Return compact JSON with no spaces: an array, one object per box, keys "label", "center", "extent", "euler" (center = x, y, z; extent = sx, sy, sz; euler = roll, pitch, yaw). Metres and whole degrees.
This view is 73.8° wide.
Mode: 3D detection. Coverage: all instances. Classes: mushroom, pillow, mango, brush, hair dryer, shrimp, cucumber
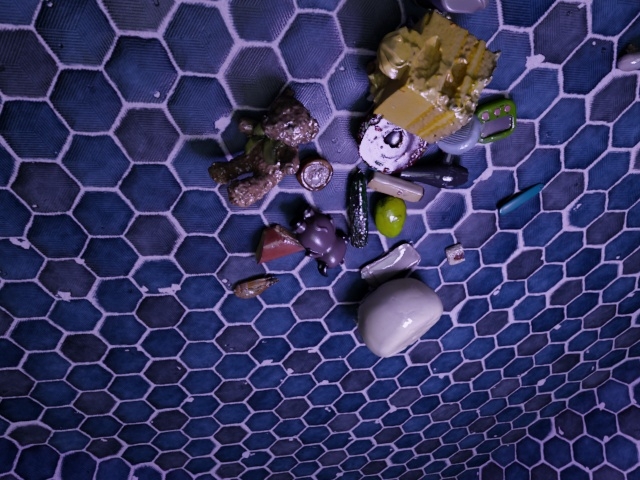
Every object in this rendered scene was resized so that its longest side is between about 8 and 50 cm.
[{"label":"mushroom","center":[0.959,-0.564,1.306],"extent":[0.085,0.085,0.079],"euler":[-5,85,-8]},{"label":"pillow","center":[0.269,0.099,1.646],"extent":[0.232,0.038,0.131],"euler":[-35,122,13]},{"label":"mushroom","center":[-0.018,-0.214,1.353],"extent":[0.123,0.052,0.123],"euler":[-11,131,-12]},{"label":"mango","center":[0.244,-0.077,1.479],"extent":[0.119,0.100,0.178],"euler":[-17,135,-2]},{"label":"brush","center":[0.735,-0.156,1.573],"extent":[0.193,0.032,0.043],"euler":[-33,121,-3]},{"label":"hair dryer","center":[0.378,-0.305,1.378],"extent":[0.235,0.091,0.272],"euler":[4,112,-3]},{"label":"shrimp","center":[-0.237,0.171,1.594],"extent":[0.184,0.043,0.091],"euler":[-22,134,12]},{"label":"cucumber","center":[0.130,-0.105,1.455],"extent":[0.067,0.068,0.294],"euler":[-9,126,-5]}]

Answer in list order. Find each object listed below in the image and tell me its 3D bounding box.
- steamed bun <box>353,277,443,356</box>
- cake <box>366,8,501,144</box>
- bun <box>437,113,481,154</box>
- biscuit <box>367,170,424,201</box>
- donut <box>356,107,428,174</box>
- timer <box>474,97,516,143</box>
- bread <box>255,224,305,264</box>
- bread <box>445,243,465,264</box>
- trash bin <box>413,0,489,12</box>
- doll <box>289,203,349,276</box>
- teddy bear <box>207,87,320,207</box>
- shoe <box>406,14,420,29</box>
[{"label":"steamed bun","center":[0.300,0.273,1.654],"extent":[0.333,0.233,0.312],"euler":[3,132,-54]},{"label":"cake","center":[0.262,-0.429,1.105],"extent":[0.285,0.227,0.223],"euler":[25,80,-11]},{"label":"bun","center":[0.410,-0.324,1.280],"extent":[0.141,0.141,0.083],"euler":[-39,157,16]},{"label":"biscuit","center":[0.249,-0.179,1.406],"extent":[0.187,0.052,0.056],"euler":[16,156,-7]},{"label":"donut","center":[0.217,-0.321,1.303],"extent":[0.234,0.089,0.235],"euler":[-6,127,-8]},{"label":"timer","center":[0.552,-0.380,1.359],"extent":[0.140,0.047,0.128],"euler":[-19,125,2]},{"label":"bread","center":[-0.153,0.012,1.476],"extent":[0.192,0.067,0.119],"euler":[-21,127,3]},{"label":"bread","center":[0.529,0.056,1.674],"extent":[0.070,0.035,0.083],"euler":[-18,130,3]},{"label":"trash bin","center":[0.364,-0.677,1.011],"extent":[0.290,0.209,0.182],"euler":[-45,121,13]},{"label":"doll","center":[0.000,-0.001,1.457],"extent":[0.257,0.117,0.182],"euler":[50,62,-35]},{"label":"teddy bear","center":[-0.157,-0.257,1.188],"extent":[0.296,0.246,0.223],"euler":[-30,152,-25]},{"label":"shoe","center":[0.296,-0.572,1.157],"extent":[0.142,0.064,0.071],"euler":[19,114,-23]}]
